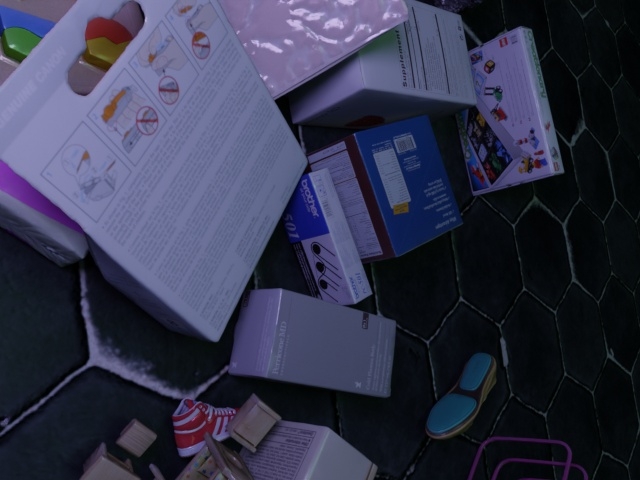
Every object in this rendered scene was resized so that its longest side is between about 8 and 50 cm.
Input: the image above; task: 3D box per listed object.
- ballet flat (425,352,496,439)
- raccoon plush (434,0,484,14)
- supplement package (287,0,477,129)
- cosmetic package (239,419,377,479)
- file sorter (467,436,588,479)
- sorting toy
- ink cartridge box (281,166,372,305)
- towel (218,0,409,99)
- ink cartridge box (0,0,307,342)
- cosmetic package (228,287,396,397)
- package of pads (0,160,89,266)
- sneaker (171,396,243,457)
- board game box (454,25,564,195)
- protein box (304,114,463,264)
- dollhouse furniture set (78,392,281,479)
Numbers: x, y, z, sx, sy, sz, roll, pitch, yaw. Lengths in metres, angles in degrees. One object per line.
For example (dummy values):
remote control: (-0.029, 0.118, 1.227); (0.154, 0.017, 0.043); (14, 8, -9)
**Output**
ballet flat: (0.277, 0.308, 1.074); (0.232, 0.080, 0.073); (-39, 121, -38)
raccoon plush: (0.209, -0.667, 1.204); (0.447, 0.216, 0.299); (13, 85, -8)
supplement package: (0.102, -0.298, 0.980); (0.293, 0.178, 0.175); (-5, 85, -41)
cosmetic package: (-0.070, 0.387, 0.699); (0.113, 0.160, 0.309); (45, 56, -25)
file sorter: (0.427, 0.532, 1.069); (0.290, 0.202, 0.182); (53, 51, -19)
sorting toy: (-0.274, -0.246, 0.603); (0.208, 0.038, 0.192); (-11, 81, -47)
ink cartridge box: (0.000, 0.000, 0.883); (0.046, 0.097, 0.207); (-24, 96, -42)
towel: (-0.090, -0.370, 0.772); (0.331, 0.317, 0.053); (60, 12, -16)
ink cartridge box: (-0.176, -0.103, 0.661); (0.385, 0.091, 0.308); (56, 51, -47)
cosmetic package: (-0.006, 0.155, 0.842); (0.238, 0.107, 0.127); (19, 72, -40)
package of pads: (-0.332, -0.148, 0.624); (0.296, 0.101, 0.229); (41, 57, -28)
sneaker: (-0.140, 0.228, 0.750); (0.119, 0.042, 0.066); (-19, 97, -39)
board game box: (0.382, -0.264, 1.205); (0.053, 0.193, 0.305); (-11, 88, -41)
protein box: (0.107, -0.084, 0.967); (0.200, 0.136, 0.201); (-23, 96, -42)
dollhouse furniture set: (-0.149, 0.246, 0.656); (0.161, 0.101, 0.182); (45, 79, -24)
